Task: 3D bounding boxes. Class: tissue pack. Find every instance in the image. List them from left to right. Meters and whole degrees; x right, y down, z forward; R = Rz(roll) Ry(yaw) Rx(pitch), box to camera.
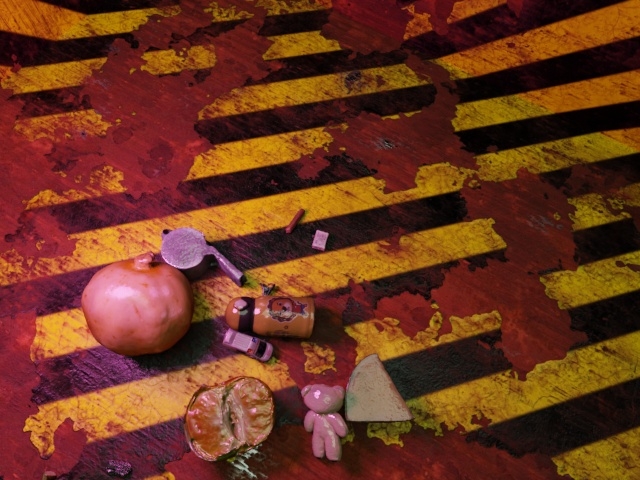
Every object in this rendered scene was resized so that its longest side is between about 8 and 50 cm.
[{"bbox_3d":[0.000,0.000,1.945,0.062,0.042,0.083,14,66,3],"label":"tissue pack"}]

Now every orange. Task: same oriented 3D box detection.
[{"bbox_3d":[-0.328,0.658,1.544,0.335,0.196,0.262,-19,55,-17],"label":"orange"}]

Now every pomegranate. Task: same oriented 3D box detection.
[{"bbox_3d":[-0.687,0.230,1.600,0.413,0.411,0.410,2,66,-4],"label":"pomegranate"}]

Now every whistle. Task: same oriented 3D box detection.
[{"bbox_3d":[-0.502,0.072,1.804,0.406,0.168,0.188,12,67,-4],"label":"whistle"}]

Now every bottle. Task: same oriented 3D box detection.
[{"bbox_3d":[-0.204,0.306,1.693,0.352,0.171,0.171,5,66,-13],"label":"bottle"}]

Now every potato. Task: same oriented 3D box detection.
[{"bbox_3d":[0.223,0.588,1.667,0.270,0.112,0.254,1,64,-3],"label":"potato"}]

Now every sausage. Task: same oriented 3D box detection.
[{"bbox_3d":[-0.119,-0.094,1.982,0.030,0.035,0.147,38,66,-11],"label":"sausage"}]

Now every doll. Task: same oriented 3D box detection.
[{"bbox_3d":[0.020,0.689,1.599,0.176,0.149,0.277,-3,79,5],"label":"doll"}]

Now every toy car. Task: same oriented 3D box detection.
[{"bbox_3d":[-0.735,0.828,1.522,0.094,0.025,0.041,11,67,4],"label":"toy car"},{"bbox_3d":[-0.289,0.425,1.695,0.210,0.108,0.089,21,66,4],"label":"toy car"}]

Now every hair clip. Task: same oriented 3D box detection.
[{"bbox_3d":[-0.240,0.296,1.802,0.070,0.039,0.229,5,71,-4],"label":"hair clip"}]

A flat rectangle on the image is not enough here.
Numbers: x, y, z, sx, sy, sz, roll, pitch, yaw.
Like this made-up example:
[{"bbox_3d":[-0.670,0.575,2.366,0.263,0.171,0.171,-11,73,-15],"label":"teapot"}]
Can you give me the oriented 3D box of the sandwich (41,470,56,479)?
[{"bbox_3d":[-0.967,0.845,1.489,0.031,0.044,0.083,29,110,12],"label":"sandwich"}]
